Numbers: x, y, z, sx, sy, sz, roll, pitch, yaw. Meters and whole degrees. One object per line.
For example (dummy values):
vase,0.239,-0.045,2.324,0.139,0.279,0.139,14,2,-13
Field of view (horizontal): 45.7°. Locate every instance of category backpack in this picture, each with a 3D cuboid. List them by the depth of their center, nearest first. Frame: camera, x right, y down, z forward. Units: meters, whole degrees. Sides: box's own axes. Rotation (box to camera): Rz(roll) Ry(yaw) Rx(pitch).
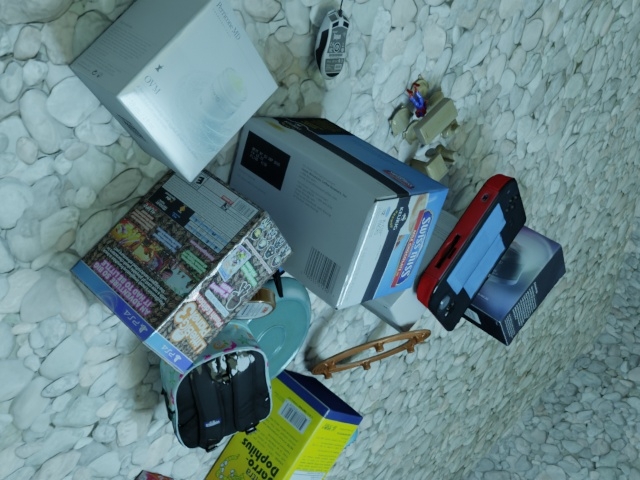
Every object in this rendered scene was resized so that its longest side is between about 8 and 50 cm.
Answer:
backpack,-0.220,0.280,1.566,0.225,0.191,0.253,-18,138,-20

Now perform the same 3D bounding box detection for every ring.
ring,0.137,0.306,2.009,0.337,0.032,0.336,-16,163,-5

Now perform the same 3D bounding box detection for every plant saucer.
plant saucer,-0.130,0.233,1.787,0.317,0.044,0.317,-30,138,-31

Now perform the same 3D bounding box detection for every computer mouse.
computer mouse,0.020,-0.405,1.447,0.106,0.042,0.193,-16,124,-49

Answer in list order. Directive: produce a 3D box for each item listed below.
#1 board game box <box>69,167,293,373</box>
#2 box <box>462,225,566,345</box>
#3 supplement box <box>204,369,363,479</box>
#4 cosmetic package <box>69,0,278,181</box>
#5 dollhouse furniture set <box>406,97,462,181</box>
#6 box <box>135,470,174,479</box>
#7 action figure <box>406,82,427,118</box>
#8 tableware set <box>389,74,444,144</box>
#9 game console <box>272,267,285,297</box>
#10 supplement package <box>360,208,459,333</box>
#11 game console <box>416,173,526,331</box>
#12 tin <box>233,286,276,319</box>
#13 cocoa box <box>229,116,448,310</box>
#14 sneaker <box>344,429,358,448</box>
board game box,-0.238,0.037,1.323,0.291,0.232,0.141,-47,145,-12
box,0.505,0.091,2.224,0.294,0.296,0.183,-49,145,-12
supplement box,-0.093,0.536,1.947,0.356,0.195,0.194,-57,146,0
cosmetic package,-0.219,-0.256,1.191,0.224,0.138,0.224,-50,146,-11
dollhouse furniture set,0.250,-0.246,1.821,0.144,0.123,0.151,-44,128,-17
box,-0.412,0.671,1.726,0.257,0.128,0.122,-52,146,-5
action figure,0.229,-0.314,1.754,0.038,0.030,0.115,-51,147,-11
tableware set,0.229,-0.306,1.801,0.168,0.020,0.141,-55,144,1
game console,-0.076,0.046,1.677,0.071,0.107,0.122,-14,134,-7
supplement package,0.227,0.060,1.960,0.293,0.175,0.177,-48,147,-12
game console,0.400,0.039,1.951,0.386,0.060,0.342,-55,148,-5
tin,-0.184,0.130,1.556,0.190,0.040,0.106,2,156,-21
cocoa box,0.020,-0.068,1.449,0.228,0.347,0.231,-10,126,-47
sneaker,-0.010,0.581,2.198,0.262,0.104,0.125,-38,125,-31
